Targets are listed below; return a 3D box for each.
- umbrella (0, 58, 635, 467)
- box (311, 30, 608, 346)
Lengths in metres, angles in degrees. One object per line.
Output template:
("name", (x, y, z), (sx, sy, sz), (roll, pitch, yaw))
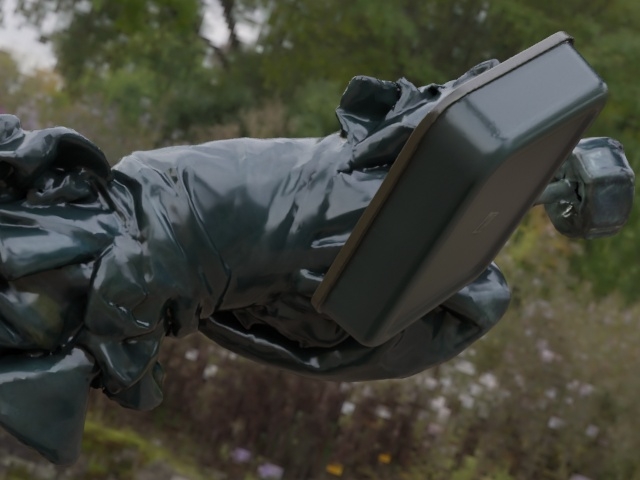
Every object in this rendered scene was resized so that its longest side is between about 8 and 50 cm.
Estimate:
("umbrella", (0.001, -0.001, 0.665), (0.349, 0.143, 0.094), (-7, 37, -27))
("box", (0.052, -0.016, 0.549), (0.031, 0.126, 0.091), (46, 46, 15))
